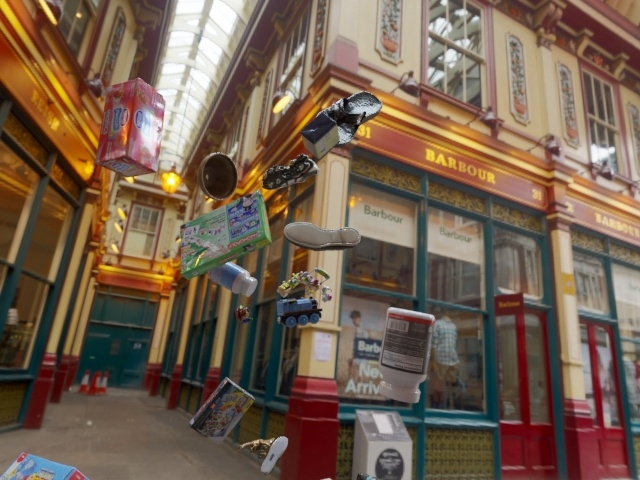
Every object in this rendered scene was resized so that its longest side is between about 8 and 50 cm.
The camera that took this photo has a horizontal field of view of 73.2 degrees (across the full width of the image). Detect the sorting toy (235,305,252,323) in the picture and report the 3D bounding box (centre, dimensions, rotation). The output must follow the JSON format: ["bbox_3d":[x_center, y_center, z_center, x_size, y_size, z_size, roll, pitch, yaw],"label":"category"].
[{"bbox_3d":[-0.263,0.258,1.506,0.042,0.061,0.102,-15,0,6],"label":"sorting toy"}]

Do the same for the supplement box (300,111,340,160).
[{"bbox_3d":[0.001,-0.273,1.134,0.056,0.083,0.083,43,-10,22],"label":"supplement box"}]

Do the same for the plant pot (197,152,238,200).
[{"bbox_3d":[-0.539,-0.321,2.176,0.109,0.238,0.237,6,-14,36],"label":"plant pot"}]

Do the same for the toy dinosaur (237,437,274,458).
[{"bbox_3d":[-0.257,0.892,1.889,0.211,0.064,0.112,8,6,-38],"label":"toy dinosaur"}]

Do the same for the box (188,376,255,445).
[{"bbox_3d":[-0.411,0.716,1.809,0.159,0.233,0.044,45,-13,-22],"label":"box"}]

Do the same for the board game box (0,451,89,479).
[{"bbox_3d":[-0.630,0.690,1.106,0.301,0.086,0.308,-12,-61,36],"label":"board game box"}]

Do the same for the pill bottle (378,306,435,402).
[{"bbox_3d":[0.361,0.482,1.839,0.209,0.364,0.210,10,-7,1],"label":"pill bottle"}]

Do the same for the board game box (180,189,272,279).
[{"bbox_3d":[-0.324,-0.021,1.441,0.316,0.214,0.046,-23,-37,10],"label":"board game box"}]

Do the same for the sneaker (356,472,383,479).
[{"bbox_3d":[0.195,0.895,1.474,0.106,0.268,0.101,10,33,44],"label":"sneaker"}]

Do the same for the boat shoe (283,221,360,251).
[{"bbox_3d":[0.000,0.000,1.720,0.334,0.112,0.095,3,-29,-26],"label":"boat shoe"}]

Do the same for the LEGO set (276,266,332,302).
[{"bbox_3d":[-0.053,0.174,1.815,0.286,0.132,0.107,16,-41,-43],"label":"LEGO set"}]

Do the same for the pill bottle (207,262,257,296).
[{"bbox_3d":[-0.301,0.128,1.480,0.160,0.087,0.087,27,-12,16],"label":"pill bottle"}]

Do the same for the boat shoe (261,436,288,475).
[{"bbox_3d":[-0.165,0.764,1.528,0.049,0.142,0.040,25,-44,19],"label":"boat shoe"}]

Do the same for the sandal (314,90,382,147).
[{"bbox_3d":[0.115,-0.515,1.717,0.167,0.446,0.107,36,-40,6],"label":"sandal"}]

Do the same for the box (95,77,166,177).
[{"bbox_3d":[-0.561,-0.332,1.285,0.128,0.257,0.122,-5,-16,23],"label":"box"}]

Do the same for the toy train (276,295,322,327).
[{"bbox_3d":[-0.080,0.272,1.652,0.183,0.105,0.080,-3,-2,-26],"label":"toy train"}]

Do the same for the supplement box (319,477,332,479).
[{"bbox_3d":[0.008,0.845,1.452,0.036,0.062,0.098,14,-11,37],"label":"supplement box"}]

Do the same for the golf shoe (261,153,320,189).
[{"bbox_3d":[-0.130,-0.267,1.821,0.272,0.106,0.120,-15,-21,34],"label":"golf shoe"}]
